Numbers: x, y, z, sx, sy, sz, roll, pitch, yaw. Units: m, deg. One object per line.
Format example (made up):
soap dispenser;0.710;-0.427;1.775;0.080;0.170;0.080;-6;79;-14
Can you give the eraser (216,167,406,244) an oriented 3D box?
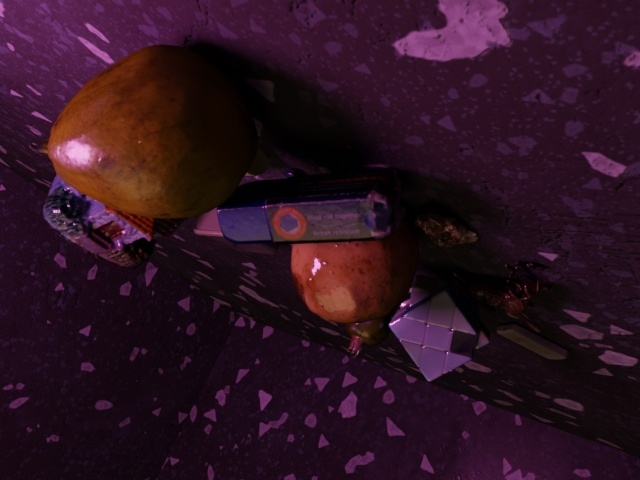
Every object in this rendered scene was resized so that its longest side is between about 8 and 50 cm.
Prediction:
eraser;-0.014;-0.064;0.932;0.332;0.155;0.101;-1;116;19

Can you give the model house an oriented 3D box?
model house;-0.510;-0.130;1.419;0.339;0.297;0.360;-20;140;22

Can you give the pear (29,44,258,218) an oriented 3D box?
pear;-0.291;-0.172;0.845;0.375;0.287;0.287;-8;166;-12

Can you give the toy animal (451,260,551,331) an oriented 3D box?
toy animal;0.420;0.127;1.129;0.243;0.087;0.260;3;154;46

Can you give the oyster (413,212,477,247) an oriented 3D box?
oyster;0.241;-0.023;1.009;0.166;0.053;0.108;31;173;-37

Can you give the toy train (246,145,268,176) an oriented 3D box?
toy train;-0.234;-0.189;1.120;0.253;0.105;0.157;7;168;43

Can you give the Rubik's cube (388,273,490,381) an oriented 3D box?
Rubik's cube;0.304;0.211;1.292;0.265;0.224;0.213;56;-156;3

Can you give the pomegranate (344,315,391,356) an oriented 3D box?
pomegranate;0.161;0.322;1.798;0.180;0.209;0.180;26;161;10

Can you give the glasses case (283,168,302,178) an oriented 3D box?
glasses case;-0.046;-0.135;1.115;0.033;0.023;0.083;0;151;42

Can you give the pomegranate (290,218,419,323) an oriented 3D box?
pomegranate;0.073;0.048;1.072;0.281;0.281;0.281;23;162;8

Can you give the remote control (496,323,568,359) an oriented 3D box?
remote control;0.608;0.290;1.414;0.190;0.029;0.087;27;162;-4

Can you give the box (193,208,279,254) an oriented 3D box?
box;-0.234;-0.043;1.467;0.178;0.138;0.274;31;164;-36
